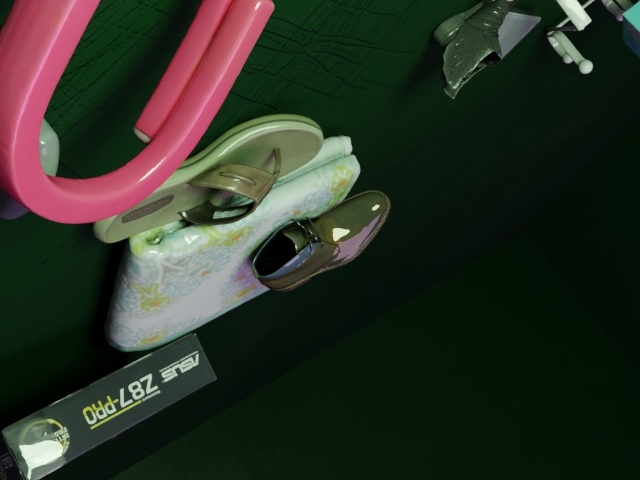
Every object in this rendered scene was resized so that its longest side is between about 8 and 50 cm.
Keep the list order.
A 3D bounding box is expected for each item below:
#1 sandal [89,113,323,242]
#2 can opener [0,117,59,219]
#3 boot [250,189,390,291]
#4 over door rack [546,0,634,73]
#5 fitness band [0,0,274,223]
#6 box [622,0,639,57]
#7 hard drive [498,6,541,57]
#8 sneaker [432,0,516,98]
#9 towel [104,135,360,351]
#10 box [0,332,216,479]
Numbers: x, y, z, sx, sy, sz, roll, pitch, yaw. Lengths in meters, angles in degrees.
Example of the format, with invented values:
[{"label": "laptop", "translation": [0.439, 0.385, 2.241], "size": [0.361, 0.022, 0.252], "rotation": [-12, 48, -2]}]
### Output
[{"label": "sandal", "translation": [-0.123, -0.056, 1.006], "size": [0.303, 0.086, 0.120], "rotation": [-28, 156, -22]}, {"label": "can opener", "translation": [-0.305, -0.019, 0.727], "size": [0.074, 0.093, 0.280], "rotation": [-31, 169, -44]}, {"label": "boot", "translation": [0.000, 0.000, 1.177], "size": [0.219, 0.082, 0.106], "rotation": [-37, 167, 8]}, {"label": "over door rack", "translation": [0.463, -0.368, 1.257], "size": [0.239, 0.108, 0.324], "rotation": [-39, 175, 12]}, {"label": "fitness band", "translation": [-0.135, -0.145, 0.616], "size": [0.290, 0.054, 0.209], "rotation": [-59, 158, 11]}, {"label": "box", "translation": [0.542, -0.360, 1.182], "size": [0.244, 0.060, 0.100], "rotation": [-39, 161, 9]}, {"label": "hard drive", "translation": [0.266, -0.307, 1.254], "size": [0.094, 0.022, 0.135], "rotation": [-45, 164, 32]}, {"label": "sneaker", "translation": [0.218, -0.270, 1.125], "size": [0.170, 0.089, 0.051], "rotation": [-33, 166, -11]}, {"label": "towel", "translation": [-0.133, 0.007, 1.227], "size": [0.374, 0.090, 0.320], "rotation": [-27, 161, -30]}, {"label": "box", "translation": [-0.382, 0.288, 1.366], "size": [0.318, 0.097, 0.395], "rotation": [-23, 175, -34]}]
